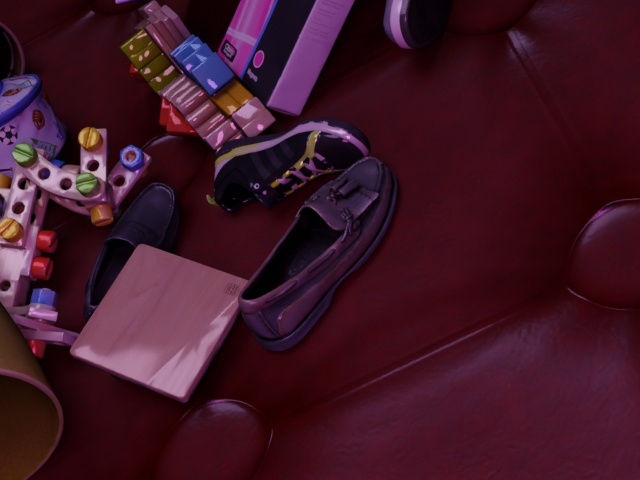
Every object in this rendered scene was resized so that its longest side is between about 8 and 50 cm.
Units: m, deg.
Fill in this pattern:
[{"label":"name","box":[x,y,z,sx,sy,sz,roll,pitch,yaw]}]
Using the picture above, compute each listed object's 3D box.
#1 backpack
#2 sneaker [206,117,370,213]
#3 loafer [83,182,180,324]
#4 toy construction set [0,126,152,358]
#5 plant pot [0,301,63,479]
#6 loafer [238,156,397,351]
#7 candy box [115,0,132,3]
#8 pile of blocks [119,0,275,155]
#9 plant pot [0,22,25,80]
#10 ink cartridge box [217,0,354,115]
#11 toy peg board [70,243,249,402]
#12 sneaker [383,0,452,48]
[{"label":"backpack","box":[-0.500,-0.143,1.765,0.263,0.213,0.276,-19,30,-2]},{"label":"sneaker","box":[-0.040,-0.079,1.520,0.235,0.084,0.097,-11,56,37]},{"label":"loafer","box":[-0.233,0.014,1.540,0.076,0.078,0.223,14,59,12]},{"label":"toy construction set","box":[-0.357,0.006,1.602,0.215,0.151,0.327,8,61,7]},{"label":"plant pot","box":[-0.465,0.123,1.412,0.275,0.275,0.293,-31,54,4]},{"label":"loafer","box":[0.000,0.000,1.409,0.096,0.084,0.267,13,60,40]},{"label":"candy box","box":[-0.186,-0.401,1.828,0.165,0.070,0.196,-5,10,30]},{"label":"pile of blocks","box":[-0.197,-0.217,1.686,0.112,0.149,0.362,-40,43,-6]},{"label":"plant pot","box":[-0.582,-0.308,2.017,0.167,0.167,0.165,-39,34,-4]},{"label":"ink cartridge box","box":[-0.008,-0.365,1.629,0.371,0.069,0.176,-61,39,18]},{"label":"toy peg board","box":[-0.175,0.108,1.445,0.161,0.079,0.161,18,63,24]},{"label":"sneaker","box":[0.079,-0.356,1.650,0.178,0.124,0.295,-3,43,24]}]
